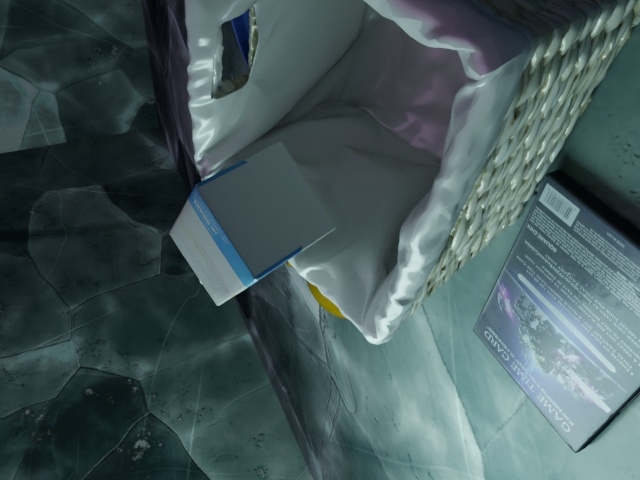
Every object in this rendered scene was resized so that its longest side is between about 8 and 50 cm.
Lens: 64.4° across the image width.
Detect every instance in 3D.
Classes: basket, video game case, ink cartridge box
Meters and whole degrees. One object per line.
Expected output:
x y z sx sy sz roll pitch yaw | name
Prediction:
0.059 -0.148 0.509 0.331 0.266 0.329 42 145 24 | basket
0.277 0.088 0.569 0.196 0.026 0.274 56 153 39 | video game case
-0.071 -0.008 0.470 0.090 0.092 0.143 57 149 -1 | ink cartridge box

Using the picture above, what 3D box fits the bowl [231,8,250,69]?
-0.045 -0.393 0.783 0.391 0.077 0.392 46 146 43 | bowl

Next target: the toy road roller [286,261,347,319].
0.000 0.000 0.770 0.202 0.329 0.241 133 135 -71 | toy road roller
